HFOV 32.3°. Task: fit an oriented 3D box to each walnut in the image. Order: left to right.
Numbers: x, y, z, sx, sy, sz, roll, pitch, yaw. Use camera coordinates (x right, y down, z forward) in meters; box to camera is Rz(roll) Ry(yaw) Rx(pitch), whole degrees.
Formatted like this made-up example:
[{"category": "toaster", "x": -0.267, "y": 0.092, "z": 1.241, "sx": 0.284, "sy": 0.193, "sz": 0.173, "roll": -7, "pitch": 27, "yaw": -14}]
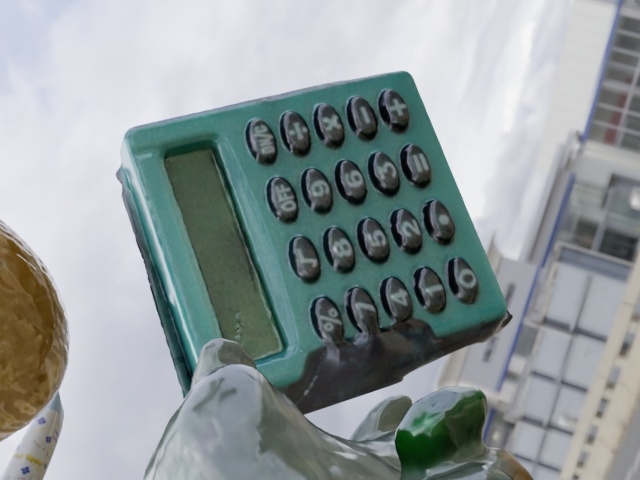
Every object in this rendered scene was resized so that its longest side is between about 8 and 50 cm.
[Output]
[{"category": "walnut", "x": -0.265, "y": 0.054, "z": 0.758, "sx": 0.197, "sy": 0.165, "sz": 0.165, "roll": 39, "pitch": -114, "yaw": -41}]

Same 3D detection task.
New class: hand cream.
[{"category": "hand cream", "x": -0.313, "y": 0.243, "z": 1.178, "sx": 0.065, "sy": 0.043, "sz": 0.171, "roll": 104, "pitch": -173, "yaw": -58}]

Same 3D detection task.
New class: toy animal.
[{"category": "toy animal", "x": 0.029, "y": 0.119, "z": 0.289, "sx": 0.108, "sy": 0.236, "sz": 0.138, "roll": 18, "pitch": -75, "yaw": -35}]

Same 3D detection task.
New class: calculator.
[{"category": "calculator", "x": 0.000, "y": 0.000, "z": 0.844, "sx": 0.058, "sy": 0.274, "sz": 0.248, "roll": 126, "pitch": 126, "yaw": -66}]
